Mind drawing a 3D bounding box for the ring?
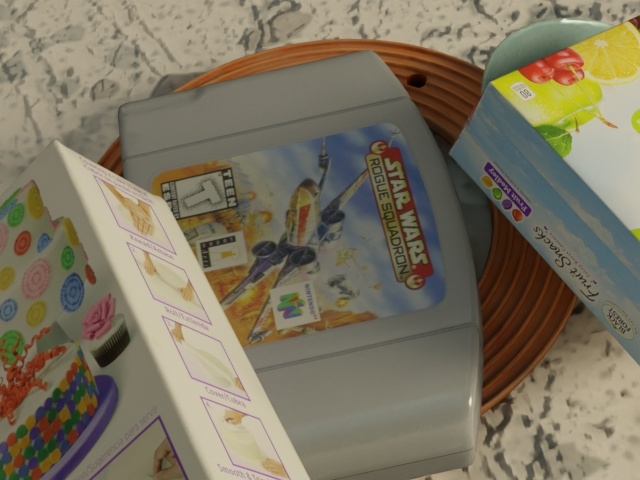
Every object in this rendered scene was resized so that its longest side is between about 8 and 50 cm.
[{"bbox_3d":[0.000,0.000,0.872,0.336,0.032,0.336,-4,52,6],"label":"ring"}]

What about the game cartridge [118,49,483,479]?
[{"bbox_3d":[-0.012,0.010,0.814,0.198,0.062,0.297,-15,52,3],"label":"game cartridge"}]

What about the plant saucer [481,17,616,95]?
[{"bbox_3d":[0.183,-0.055,0.849,0.195,0.037,0.195,11,51,-14],"label":"plant saucer"}]

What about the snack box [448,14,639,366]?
[{"bbox_3d":[0.206,-0.041,0.778,0.207,0.070,0.174,-26,67,-33],"label":"snack box"}]

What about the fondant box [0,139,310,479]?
[{"bbox_3d":[-0.127,0.149,0.673,0.238,0.096,0.330,-43,52,16],"label":"fondant box"}]
